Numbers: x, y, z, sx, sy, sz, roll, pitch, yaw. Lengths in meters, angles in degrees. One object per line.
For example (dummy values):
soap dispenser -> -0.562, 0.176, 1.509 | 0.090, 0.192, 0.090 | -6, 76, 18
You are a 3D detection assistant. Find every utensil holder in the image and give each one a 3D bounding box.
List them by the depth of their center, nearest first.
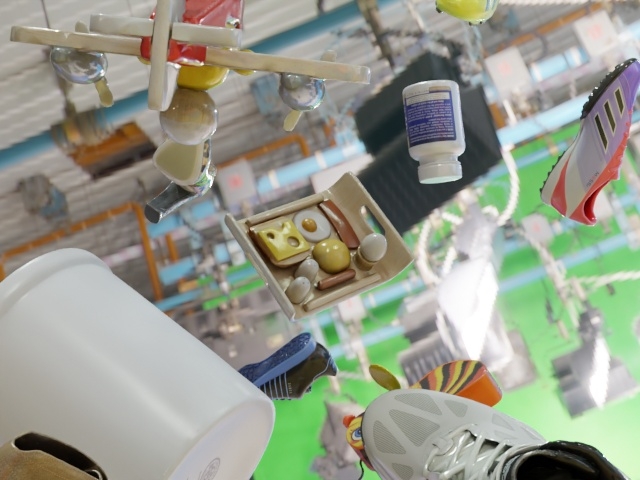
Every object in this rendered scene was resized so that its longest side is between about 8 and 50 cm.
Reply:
utensil holder -> -0.306, 0.248, 1.662 | 0.327, 0.385, 0.327 | -46, -23, -27

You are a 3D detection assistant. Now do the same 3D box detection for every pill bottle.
pill bottle -> 0.224, -0.210, 2.178 | 0.112, 0.187, 0.112 | -6, -6, -1

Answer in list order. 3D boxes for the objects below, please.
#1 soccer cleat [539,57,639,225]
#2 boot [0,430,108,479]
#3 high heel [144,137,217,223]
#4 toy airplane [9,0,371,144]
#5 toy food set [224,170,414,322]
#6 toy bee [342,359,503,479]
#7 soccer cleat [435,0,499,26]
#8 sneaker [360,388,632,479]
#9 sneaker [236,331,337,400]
soccer cleat -> 0.513, -0.175, 2.008 | 0.108, 0.116, 0.318 | -16, -42, -50
boot -> -0.233, 0.303, 1.151 | 0.115, 0.112, 0.305 | -49, -52, -5
high heel -> -0.217, -0.156, 2.005 | 0.186, 0.093, 0.261 | -44, -7, -45
toy airplane -> -0.180, -0.249, 1.545 | 0.384, 0.386, 0.272 | -17, -54, -35
toy food set -> 0.000, 0.000, 2.000 | 0.306, 0.220, 0.092 | -21, -23, -40
toy bee -> 0.098, 0.256, 1.561 | 0.298, 0.195, 0.162 | -19, 20, -17
soccer cleat -> 0.248, -0.403, 1.632 | 0.289, 0.093, 0.121 | -46, -18, -49
sneaker -> 0.213, 0.250, 1.271 | 0.169, 0.447, 0.257 | -53, -35, -18
sneaker -> -0.078, 0.249, 1.936 | 0.232, 0.081, 0.090 | -32, -66, 24
